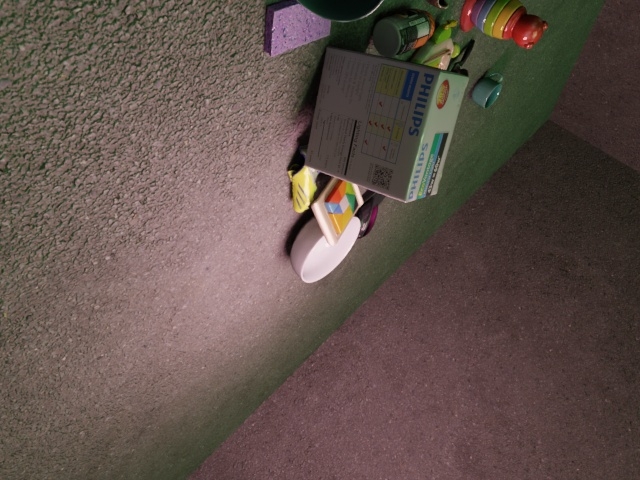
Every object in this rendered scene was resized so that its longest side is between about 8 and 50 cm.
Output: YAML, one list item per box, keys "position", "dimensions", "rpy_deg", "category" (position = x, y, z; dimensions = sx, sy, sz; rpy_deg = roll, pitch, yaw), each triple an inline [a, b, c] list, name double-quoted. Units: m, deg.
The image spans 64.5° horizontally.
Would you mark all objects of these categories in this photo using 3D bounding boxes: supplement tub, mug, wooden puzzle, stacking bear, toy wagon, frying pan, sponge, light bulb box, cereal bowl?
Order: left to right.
- position: [-0.050, -0.542, 1.254]
  dimensions: [0.210, 0.031, 0.117]
  rpy_deg: [-34, 153, -32]
  category: "sponge"
- position: [0.000, 0.000, 2.059]
  dimensions: [0.339, 0.141, 0.339]
  rpy_deg: [-40, 157, -22]
  category: "cereal bowl"
- position: [0.073, -0.131, 1.848]
  dimensions: [0.239, 0.044, 0.221]
  rpy_deg: [-53, 139, -28]
  category: "wooden puzzle"
- position: [0.183, -0.339, 1.468]
  dimensions: [0.225, 0.360, 0.358]
  rpy_deg: [-18, 126, -52]
  category: "light bulb box"
- position: [0.260, -0.641, 1.558]
  dimensions: [0.190, 0.117, 0.117]
  rpy_deg: [-33, 153, -35]
  category: "supplement tub"
- position: [0.413, -0.659, 1.879]
  dimensions: [0.267, 0.068, 0.345]
  rpy_deg: [-34, 153, -33]
  category: "toy wagon"
- position: [0.551, -0.665, 2.036]
  dimensions: [0.053, 0.197, 0.326]
  rpy_deg: [26, 105, -21]
  category: "frying pan"
- position: [0.803, -0.728, 2.450]
  dimensions: [0.158, 0.097, 0.129]
  rpy_deg: [-48, 157, -6]
  category: "mug"
- position: [0.675, -0.803, 1.842]
  dimensions: [0.175, 0.289, 0.164]
  rpy_deg: [-52, 158, 7]
  category: "stacking bear"

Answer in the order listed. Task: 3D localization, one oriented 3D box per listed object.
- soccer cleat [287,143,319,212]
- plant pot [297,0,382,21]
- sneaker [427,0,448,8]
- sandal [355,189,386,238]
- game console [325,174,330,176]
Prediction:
- position: [-0.063, -0.211, 1.715]
  dimensions: [0.121, 0.094, 0.289]
  rpy_deg: [0, 139, -22]
  category: "soccer cleat"
- position: [0.071, -0.638, 1.020]
  dimensions: [0.235, 0.292, 0.293]
  rpy_deg: [-53, 162, -30]
  category: "plant pot"
- position: [0.370, -0.799, 1.571]
  dimensions: [0.066, 0.071, 0.188]
  rpy_deg: [-49, 158, -1]
  category: "sneaker"
- position: [0.211, -0.122, 2.300]
  dimensions: [0.446, 0.107, 0.167]
  rpy_deg: [-50, 158, 2]
  category: "sandal"
- position: [0.144, -0.386, 1.844]
  dimensions: [0.213, 0.044, 0.362]
  rpy_deg: [-9, 134, -58]
  category: "game console"
